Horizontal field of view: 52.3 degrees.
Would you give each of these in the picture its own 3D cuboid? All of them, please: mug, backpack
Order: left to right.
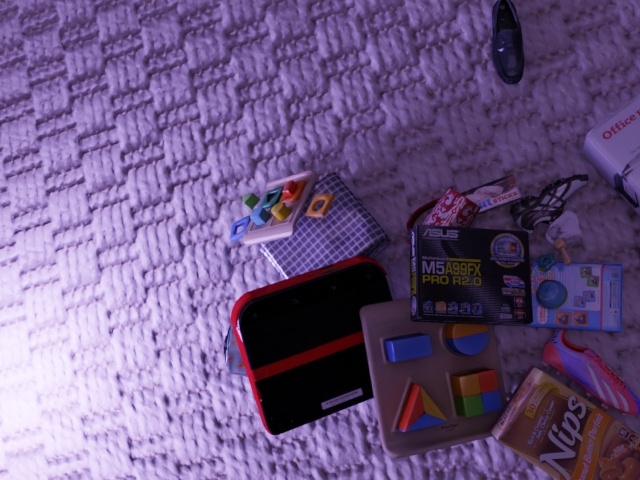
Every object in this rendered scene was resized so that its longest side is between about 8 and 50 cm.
[{"bbox_3d":[-0.163,0.257,1.612,0.145,0.188,0.165,6,82,13],"label":"backpack"},{"bbox_3d":[0.288,-0.045,1.584,0.150,0.113,0.169,36,100,17],"label":"mug"}]

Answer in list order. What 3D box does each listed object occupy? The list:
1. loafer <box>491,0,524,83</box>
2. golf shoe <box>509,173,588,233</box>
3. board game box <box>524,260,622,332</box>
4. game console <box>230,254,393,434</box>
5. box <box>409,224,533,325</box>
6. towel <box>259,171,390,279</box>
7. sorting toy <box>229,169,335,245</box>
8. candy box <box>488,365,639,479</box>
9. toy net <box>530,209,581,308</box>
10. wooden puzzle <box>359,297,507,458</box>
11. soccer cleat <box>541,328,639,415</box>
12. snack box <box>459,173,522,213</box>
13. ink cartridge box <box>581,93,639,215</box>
[{"bbox_3d":[0.469,-0.505,1.643,0.076,0.078,0.223,-7,80,12],"label":"loafer"},{"bbox_3d":[0.561,-0.088,1.571,0.198,0.077,0.093,-30,88,14],"label":"golf shoe"},{"bbox_3d":[0.595,0.131,1.541,0.212,0.039,0.160,2,82,12],"label":"board game box"},{"bbox_3d":[0.008,0.240,1.539,0.387,0.060,0.341,-18,101,-13],"label":"game console"},{"bbox_3d":[0.340,0.080,1.482,0.270,0.060,0.216,4,77,-8],"label":"box"},{"bbox_3d":[0.000,0.000,1.650,0.284,0.121,0.235,-41,75,4],"label":"towel"},{"bbox_3d":[-0.109,-0.089,1.628,0.348,0.047,0.195,-12,48,40],"label":"sorting toy"},{"bbox_3d":[0.560,0.443,1.444,0.317,0.087,0.182,34,89,1],"label":"candy box"},{"bbox_3d":[0.539,0.040,1.531,0.122,0.045,0.232,15,80,45],"label":"toy net"},{"bbox_3d":[0.274,0.294,1.497,0.323,0.080,0.347,-8,81,-14],"label":"wooden puzzle"},{"bbox_3d":[0.625,0.302,1.483,0.248,0.083,0.095,33,109,20],"label":"soccer cleat"},{"bbox_3d":[0.404,-0.104,1.626,0.178,0.022,0.064,-20,80,9],"label":"snack box"},{"bbox_3d":[0.791,-0.177,1.488,0.223,0.129,0.307,-37,71,5],"label":"ink cartridge box"}]
